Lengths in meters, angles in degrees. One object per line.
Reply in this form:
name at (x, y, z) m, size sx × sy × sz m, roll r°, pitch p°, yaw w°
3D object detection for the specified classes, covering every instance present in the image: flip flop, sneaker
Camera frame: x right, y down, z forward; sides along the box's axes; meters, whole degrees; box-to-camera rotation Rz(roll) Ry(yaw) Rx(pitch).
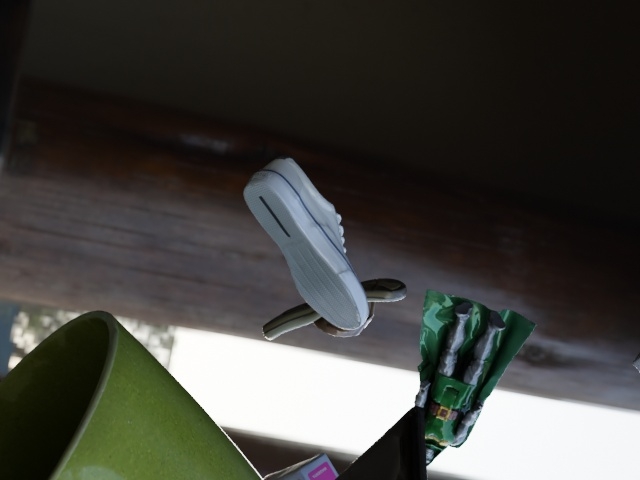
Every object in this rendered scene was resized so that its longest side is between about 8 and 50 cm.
flip flop at (0.027, 0.127, 2.178) m, size 0.277 × 0.112 × 0.080 m, roll -22°, pitch -91°, yaw 27°
sneaker at (0.000, 0.000, 1.747) m, size 0.094 × 0.258 × 0.091 m, roll -10°, pitch -151°, yaw 43°

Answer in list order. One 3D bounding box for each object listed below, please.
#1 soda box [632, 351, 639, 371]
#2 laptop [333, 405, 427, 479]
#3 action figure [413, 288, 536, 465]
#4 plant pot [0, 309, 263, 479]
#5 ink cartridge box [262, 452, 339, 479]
soda box at (0.431, 0.057, 1.224) m, size 0.286 × 0.091 × 0.098 m, roll -46°, pitch 175°, yaw 40°
laptop at (0.107, 0.432, 1.266) m, size 0.408 × 0.236 × 0.382 m, roll 126°, pitch -30°, yaw -49°
action figure at (0.162, 0.183, 1.614) m, size 0.063 × 0.137 × 0.232 m, roll -58°, pitch 165°, yaw -62°
plant pot at (-0.118, 0.244, 0.906) m, size 0.275 × 0.293 × 0.275 m, roll -43°, pitch -159°, yaw 20°
ink cartridge box at (0.027, 0.475, 1.939) m, size 0.311 × 0.065 × 0.186 m, roll 56°, pitch -34°, yaw 2°
